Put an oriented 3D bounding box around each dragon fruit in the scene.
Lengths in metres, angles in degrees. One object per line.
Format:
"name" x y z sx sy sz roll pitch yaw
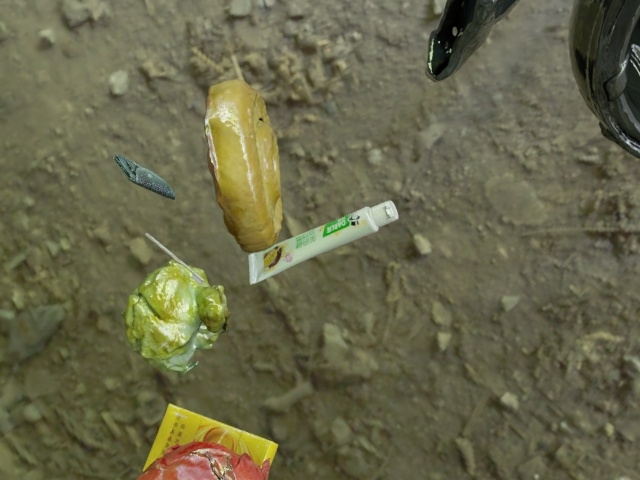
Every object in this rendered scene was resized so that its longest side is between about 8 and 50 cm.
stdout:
"dragon fruit" -0.175 0.402 1.357 0.241 0.252 0.240 10 127 13

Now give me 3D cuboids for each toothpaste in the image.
"toothpaste" 0.000 0.000 1.879 0.314 0.058 0.056 -23 91 15

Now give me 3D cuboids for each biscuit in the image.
"biscuit" -0.121 -0.128 1.663 0.102 0.296 0.296 -10 108 7

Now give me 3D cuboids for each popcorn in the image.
"popcorn" -0.232 0.128 1.641 0.213 0.198 0.197 -9 106 27

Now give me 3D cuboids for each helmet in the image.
"helmet" 0.331 -0.209 0.862 0.278 0.231 0.160 -54 28 13

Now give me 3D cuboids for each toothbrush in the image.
"toothbrush" -0.172 0.021 1.145 0.097 0.008 0.006 38 175 20

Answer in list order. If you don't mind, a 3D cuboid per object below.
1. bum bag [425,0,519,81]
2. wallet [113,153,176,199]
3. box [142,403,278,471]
"bum bag" 0.172 -0.263 0.818 0.074 0.310 0.137 28 168 -1
"wallet" -0.350 -0.127 1.968 0.026 0.129 0.088 -50 52 10
"box" -0.225 0.441 1.985 0.269 0.043 0.152 14 78 31
